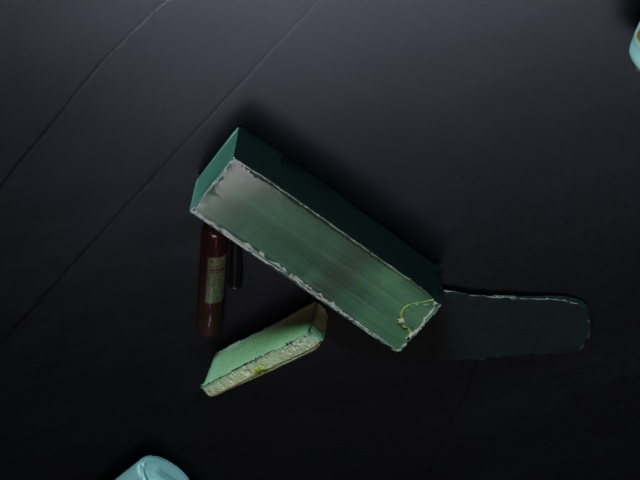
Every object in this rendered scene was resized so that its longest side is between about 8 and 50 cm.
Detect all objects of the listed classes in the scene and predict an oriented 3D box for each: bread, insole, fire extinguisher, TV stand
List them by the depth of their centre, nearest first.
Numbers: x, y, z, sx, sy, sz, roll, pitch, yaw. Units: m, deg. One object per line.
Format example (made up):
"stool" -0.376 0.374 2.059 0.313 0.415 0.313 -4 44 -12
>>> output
"TV stand" 0.000 0.000 1.620 0.269 0.088 0.083 35 110 -15
"fire extinguisher" -0.107 0.028 1.680 0.049 0.035 0.173 7 123 3
"bread" -0.060 0.120 1.703 0.154 0.068 0.028 -28 113 23
"insole" 0.142 0.086 1.712 0.309 0.012 0.110 0 117 2

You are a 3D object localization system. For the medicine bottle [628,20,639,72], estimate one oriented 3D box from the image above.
"medicine bottle" 0.391 -0.252 1.429 0.145 0.144 0.252 16 117 -6

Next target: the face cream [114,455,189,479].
"face cream" -0.263 0.362 1.860 0.107 0.073 0.269 40 115 -13
